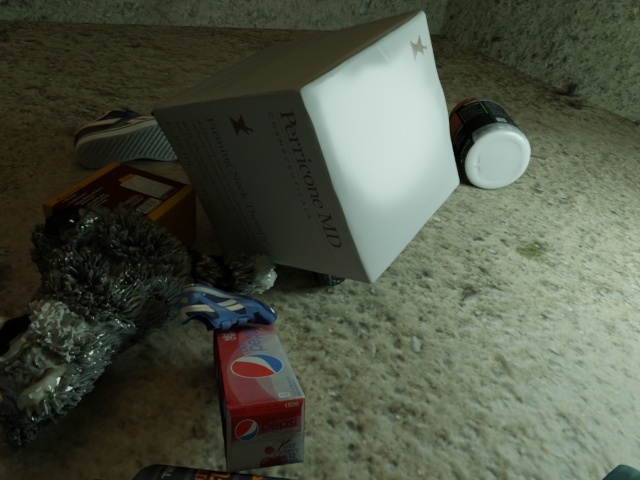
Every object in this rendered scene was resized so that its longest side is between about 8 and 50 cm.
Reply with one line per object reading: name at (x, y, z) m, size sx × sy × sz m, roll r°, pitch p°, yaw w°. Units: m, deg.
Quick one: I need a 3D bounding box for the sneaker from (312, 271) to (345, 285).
sneaker at (0.000, 0.000, 1.012) m, size 0.124 × 0.107 × 0.283 m, roll -4°, pitch 33°, yaw 16°

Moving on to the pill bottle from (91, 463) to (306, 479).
pill bottle at (-0.131, 0.311, 0.498) m, size 0.246 × 0.130 × 0.130 m, roll 8°, pitch 36°, yaw -3°

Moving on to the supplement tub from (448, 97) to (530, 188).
supplement tub at (0.497, -0.311, 1.450) m, size 0.194 × 0.193 × 0.316 m, roll 7°, pitch 36°, yaw -3°

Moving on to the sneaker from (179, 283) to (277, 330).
sneaker at (-0.135, 0.108, 0.687) m, size 0.144 × 0.053 × 0.059 m, roll 15°, pitch 60°, yaw -14°

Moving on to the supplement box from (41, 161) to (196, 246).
supplement box at (-0.375, -0.035, 0.919) m, size 0.194 × 0.129 × 0.191 m, roll 18°, pitch 37°, yaw 11°

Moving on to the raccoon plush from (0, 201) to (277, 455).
raccoon plush at (-0.248, 0.119, 0.688) m, size 0.446 × 0.216 × 0.299 m, roll -1°, pitch 51°, yaw -20°

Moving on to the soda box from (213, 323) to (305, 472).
soda box at (-0.091, 0.186, 0.636) m, size 0.092 × 0.083 × 0.263 m, roll -2°, pitch 12°, yaw -15°

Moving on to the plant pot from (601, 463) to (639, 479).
plant pot at (0.312, 0.388, 0.416) m, size 0.195 × 0.290 × 0.290 m, roll -38°, pitch 47°, yaw -1°

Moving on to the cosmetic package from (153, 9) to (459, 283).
cosmetic package at (-0.017, -0.172, 0.872) m, size 0.394 × 0.329 × 0.327 m, roll 9°, pitch 41°, yaw 43°

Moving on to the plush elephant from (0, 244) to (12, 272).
plush elephant at (-0.636, 0.019, 0.665) m, size 0.330 × 0.272 × 0.255 m, roll 18°, pitch 2°, yaw -30°

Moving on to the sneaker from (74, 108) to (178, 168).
sneaker at (-0.468, -0.279, 1.237) m, size 0.321 × 0.126 × 0.127 m, roll -11°, pitch 46°, yaw -24°
